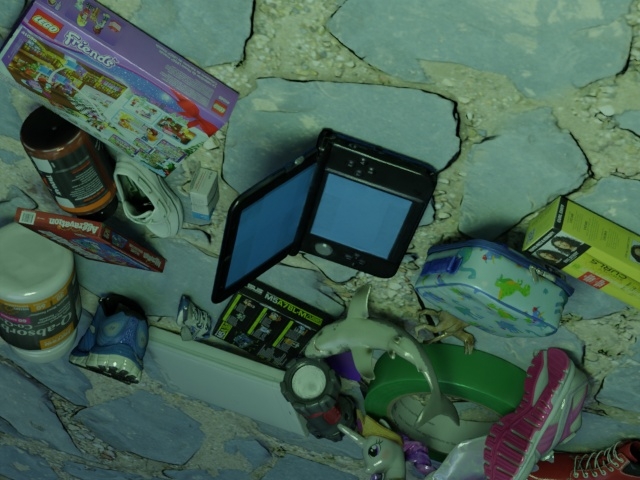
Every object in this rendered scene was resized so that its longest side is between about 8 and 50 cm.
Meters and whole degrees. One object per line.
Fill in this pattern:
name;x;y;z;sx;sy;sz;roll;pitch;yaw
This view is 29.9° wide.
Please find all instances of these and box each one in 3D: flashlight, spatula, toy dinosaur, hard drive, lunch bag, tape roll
flashlight;0.009;0.288;2.149;0.103;0.103;0.304;10;163;17
spatula;0.070;0.265;2.183;0.084;0.030;0.296;18;155;35
toy dinosaur;0.198;0.126;1.910;0.092;0.053;0.183;-10;148;15
hard drive;-0.172;0.268;2.267;0.307;0.040;0.203;15;149;23
lunch bag;0.239;0.067;1.699;0.176;0.090;0.219;27;168;-13
tape roll;0.239;0.296;2.103;0.321;0.077;0.321;14;148;9

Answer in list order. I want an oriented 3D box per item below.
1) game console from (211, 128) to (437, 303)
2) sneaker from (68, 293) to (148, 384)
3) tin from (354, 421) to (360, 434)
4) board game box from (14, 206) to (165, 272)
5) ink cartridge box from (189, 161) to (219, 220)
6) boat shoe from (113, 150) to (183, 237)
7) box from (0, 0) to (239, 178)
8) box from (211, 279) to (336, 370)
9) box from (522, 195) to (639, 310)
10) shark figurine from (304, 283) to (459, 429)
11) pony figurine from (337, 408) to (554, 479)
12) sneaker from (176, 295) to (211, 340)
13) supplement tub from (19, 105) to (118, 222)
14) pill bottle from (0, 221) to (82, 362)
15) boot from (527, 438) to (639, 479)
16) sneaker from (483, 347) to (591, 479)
game console;0.000;0.000;1.694;0.250;0.173;0.293;19;148;1
sneaker;-0.374;0.182;2.218;0.129;0.147;0.330;23;167;-18
tin;0.110;0.387;2.276;0.106;0.040;0.189;27;174;-5
board game box;-0.364;0.003;1.927;0.145;0.027;0.281;11;170;15
ink cartridge box;-0.173;-0.073;1.789;0.028;0.048;0.083;14;148;8
boat shoe;-0.274;-0.062;1.834;0.083;0.076;0.226;7;146;20
box;-0.283;-0.214;1.628;0.293;0.057;0.201;32;146;-19
box;-0.080;0.153;2.082;0.184;0.045;0.191;28;147;-4
box;0.397;0.027;1.631;0.232;0.058;0.087;26;148;-11
shark figurine;0.126;0.177;1.944;0.278;0.166;0.116;29;-167;25
pony figurine;0.201;0.462;2.042;0.351;0.363;0.303;8;142;-11
sneaker;-0.223;0.139;2.146;0.058;0.052;0.135;4;154;5
supplement tub;-0.365;-0.108;1.786;0.106;0.106;0.198;7;145;19
pill bottle;-0.506;0.099;2.118;0.162;0.162;0.278;16;148;5
boot;0.479;0.392;2.120;0.244;0.088;0.176;7;145;7
sneaker;0.359;0.304;1.928;0.111;0.252;0.103;26;-171;-31
